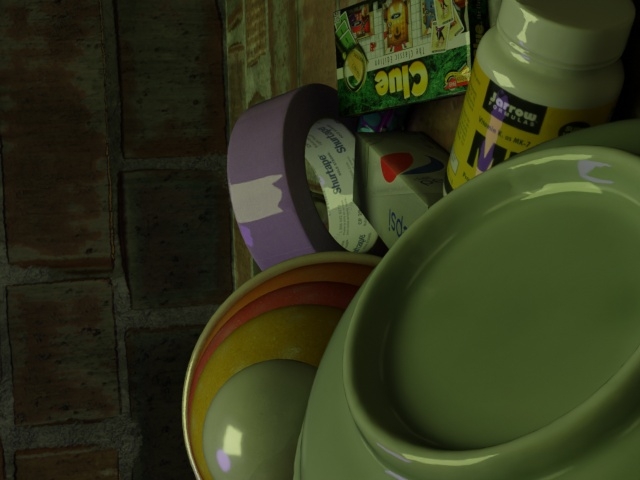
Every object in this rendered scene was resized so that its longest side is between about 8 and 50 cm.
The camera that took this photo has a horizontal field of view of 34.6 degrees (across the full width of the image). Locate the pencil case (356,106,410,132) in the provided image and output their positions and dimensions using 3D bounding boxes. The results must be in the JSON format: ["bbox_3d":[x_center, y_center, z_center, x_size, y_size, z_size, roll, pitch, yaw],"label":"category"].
[{"bbox_3d":[0.092,-0.184,1.318,0.151,0.065,0.070,111,166,-61],"label":"pencil case"}]

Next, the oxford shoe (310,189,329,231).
[{"bbox_3d":[0.000,0.000,1.661,0.449,0.130,0.169,-73,-23,-84],"label":"oxford shoe"}]

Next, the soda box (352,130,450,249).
[{"bbox_3d":[0.116,-0.045,1.183,0.286,0.091,0.098,-121,31,-64],"label":"soda box"}]

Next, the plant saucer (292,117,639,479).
[{"bbox_3d":[0.124,0.057,0.571,0.100,0.400,0.400,46,-168,-32],"label":"plant saucer"}]

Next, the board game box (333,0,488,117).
[{"bbox_3d":[0.098,-0.222,1.184,0.260,0.030,0.136,-2,94,58],"label":"board game box"}]

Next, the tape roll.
[{"bbox_3d":[-0.003,-0.061,1.337,0.275,0.090,0.274,33,-131,-49],"label":"tape roll"}]

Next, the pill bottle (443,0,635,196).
[{"bbox_3d":[0.176,-0.108,0.840,0.119,0.119,0.208,-106,18,-45],"label":"pill bottle"}]

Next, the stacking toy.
[{"bbox_3d":[-0.016,0.161,0.941,0.480,0.351,0.350,37,-133,-78],"label":"stacking toy"}]
